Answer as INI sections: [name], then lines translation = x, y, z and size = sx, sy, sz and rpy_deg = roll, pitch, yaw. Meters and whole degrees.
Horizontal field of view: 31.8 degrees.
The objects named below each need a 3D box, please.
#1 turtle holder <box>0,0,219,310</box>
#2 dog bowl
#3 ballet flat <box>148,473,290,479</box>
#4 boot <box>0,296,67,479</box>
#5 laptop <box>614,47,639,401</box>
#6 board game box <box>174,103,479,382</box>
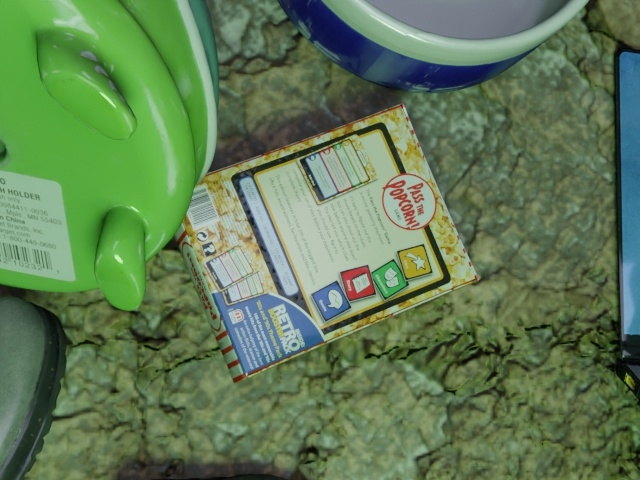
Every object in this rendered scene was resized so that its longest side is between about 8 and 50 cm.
[turtle holder]
translation = -0.188, -0.130, 0.680
size = 0.320, 0.243, 0.227
rpy_deg = 58, 33, -33
[dog bowl]
translation = 0.087, -0.252, 0.867
size = 0.264, 0.104, 0.265
rpy_deg = 3, 78, -14
[ballet flat]
translation = -0.063, 0.194, 0.777
size = 0.173, 0.049, 0.057
rpy_deg = 8, 44, -16
[boot]
translation = -0.312, 0.133, 0.636
size = 0.222, 0.118, 0.338
rpy_deg = 43, 68, -31
[laptop]
translation = 0.444, 0.040, 0.838
size = 0.381, 0.408, 0.236
rpy_deg = 5, 111, -13
[board game box]
translation = 0.000, 0.000, 0.823
size = 0.193, 0.045, 0.147
rpy_deg = -21, 84, -17
